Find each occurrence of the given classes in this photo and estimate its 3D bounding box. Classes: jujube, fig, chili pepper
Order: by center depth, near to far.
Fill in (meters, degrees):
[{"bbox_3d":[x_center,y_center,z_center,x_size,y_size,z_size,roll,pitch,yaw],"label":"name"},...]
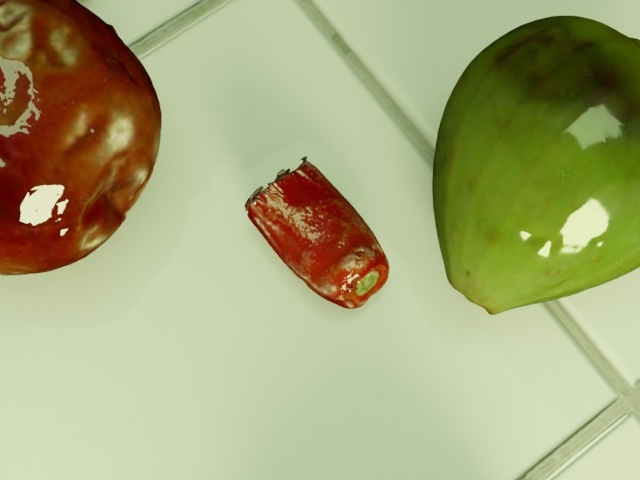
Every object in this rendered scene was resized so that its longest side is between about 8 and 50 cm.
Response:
[{"bbox_3d":[-0.281,-0.106,0.754,0.318,0.223,0.223,28,75,9],"label":"jujube"},{"bbox_3d":[0.180,-0.062,0.758,0.230,0.207,0.207,-30,77,-6],"label":"fig"},{"bbox_3d":[0.000,0.000,0.802,0.123,0.073,0.070,48,120,13],"label":"chili pepper"}]
